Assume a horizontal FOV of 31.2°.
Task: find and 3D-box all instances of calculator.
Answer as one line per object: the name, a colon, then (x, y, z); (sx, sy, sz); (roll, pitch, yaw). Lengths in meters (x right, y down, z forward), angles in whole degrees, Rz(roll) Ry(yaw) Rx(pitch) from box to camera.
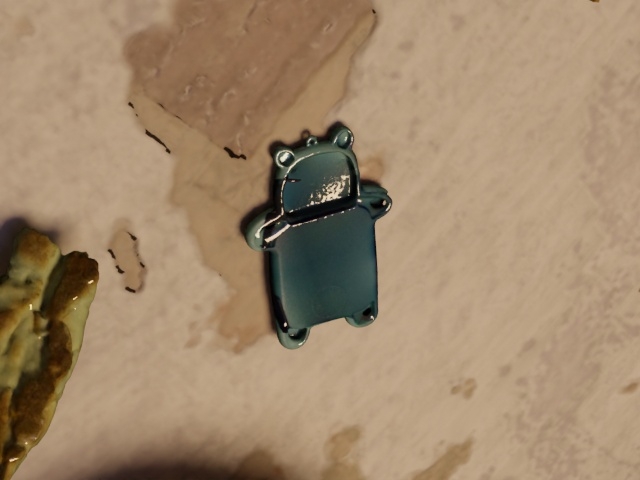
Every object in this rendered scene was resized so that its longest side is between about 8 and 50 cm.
calculator: (0.000, 0.000, 0.693); (0.094, 0.019, 0.141); (-16, 122, -18)

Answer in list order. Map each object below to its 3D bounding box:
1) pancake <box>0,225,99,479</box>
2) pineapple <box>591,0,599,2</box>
pancake: (-0.268, 0.106, 0.539); (0.376, 0.197, 0.054); (-26, 163, -26)
pineapple: (0.067, -0.248, 0.374); (0.352, 0.352, 0.300); (14, 104, -32)
